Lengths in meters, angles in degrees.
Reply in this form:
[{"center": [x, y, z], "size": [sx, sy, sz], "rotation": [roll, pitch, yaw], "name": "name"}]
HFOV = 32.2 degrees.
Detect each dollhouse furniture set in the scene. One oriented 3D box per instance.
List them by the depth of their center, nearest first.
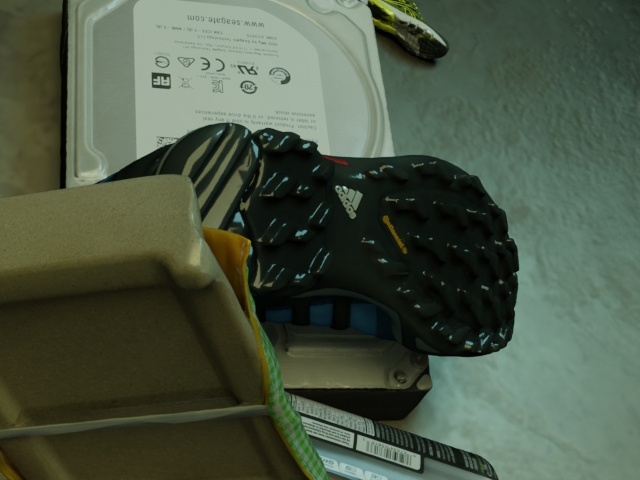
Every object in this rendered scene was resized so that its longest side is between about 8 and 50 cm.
[{"center": [-0.152, 0.033, 0.556], "size": [0.302, 0.197, 0.151], "rotation": [-7, 44, 14], "name": "dollhouse furniture set"}]

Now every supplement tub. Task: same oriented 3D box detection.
[{"center": [-0.003, 0.154, 0.639], "size": [0.190, 0.117, 0.117], "rotation": [18, 56, -6], "name": "supplement tub"}]

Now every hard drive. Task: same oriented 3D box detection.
[{"center": [-0.062, -0.042, 0.773], "size": [0.237, 0.064, 0.338], "rotation": [3, 60, -15], "name": "hard drive"}]

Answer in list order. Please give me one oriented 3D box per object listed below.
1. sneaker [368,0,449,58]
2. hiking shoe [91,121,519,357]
[{"center": [0.074, -0.183, 0.919], "size": [0.083, 0.031, 0.035], "rotation": [34, 55, 5], "name": "sneaker"}, {"center": [0.000, 0.000, 0.643], "size": [0.304, 0.132, 0.113], "rotation": [19, 74, -44], "name": "hiking shoe"}]
